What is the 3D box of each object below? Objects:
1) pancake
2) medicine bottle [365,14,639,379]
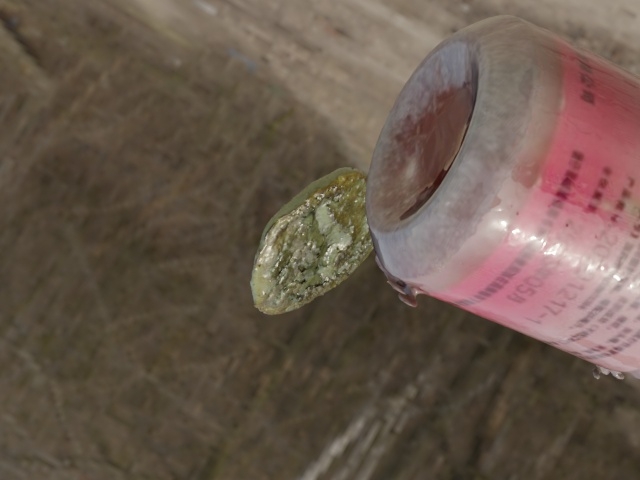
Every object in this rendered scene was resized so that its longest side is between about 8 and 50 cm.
[{"bbox_3d":[0.000,-0.001,0.962,0.017,0.108,0.108,40,-179,28],"label":"pancake"},{"bbox_3d":[0.154,-0.006,0.829,0.247,0.147,0.147,22,179,-21],"label":"medicine bottle"}]
